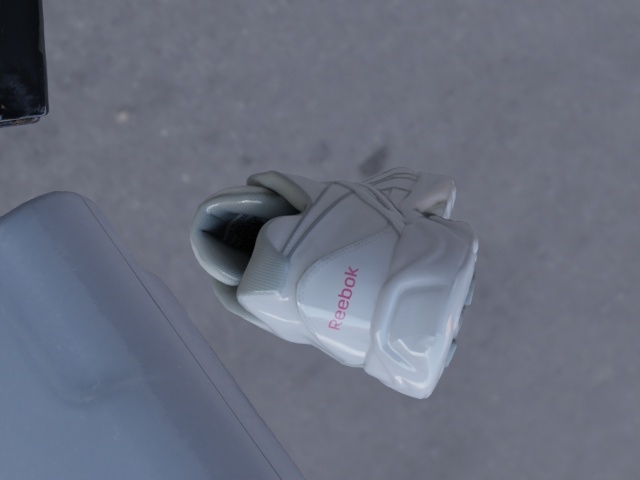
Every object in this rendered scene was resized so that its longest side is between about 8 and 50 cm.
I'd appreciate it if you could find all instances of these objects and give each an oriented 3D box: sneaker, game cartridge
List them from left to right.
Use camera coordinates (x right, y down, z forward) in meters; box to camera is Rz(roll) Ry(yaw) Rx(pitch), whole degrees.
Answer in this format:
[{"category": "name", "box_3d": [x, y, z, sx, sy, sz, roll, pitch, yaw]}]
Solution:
[{"category": "game cartridge", "box_3d": [-0.117, 0.155, 0.524, 0.297, 0.198, 0.062, -42, 157, 12]}, {"category": "sneaker", "box_3d": [0.000, 0.000, 0.886, 0.232, 0.115, 0.090, -137, -114, -84]}]

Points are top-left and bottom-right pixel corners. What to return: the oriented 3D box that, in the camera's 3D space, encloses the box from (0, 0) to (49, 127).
[{"category": "box", "box_3d": [-0.162, -0.097, 0.488, 0.077, 0.180, 0.147, -15, 103, -55]}]
